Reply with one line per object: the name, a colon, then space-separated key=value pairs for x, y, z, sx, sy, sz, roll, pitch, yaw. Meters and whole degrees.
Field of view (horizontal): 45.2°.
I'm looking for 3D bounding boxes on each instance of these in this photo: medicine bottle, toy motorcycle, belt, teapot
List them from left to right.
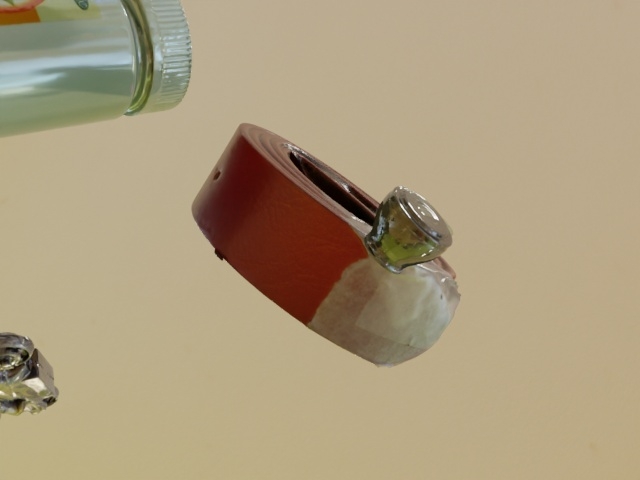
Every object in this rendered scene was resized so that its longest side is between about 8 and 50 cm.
toy motorcycle: x=-0.344 y=0.147 z=0.794 sx=0.124 sy=0.193 sz=0.061 roll=-9 pitch=-118 yaw=-12
medicine bottle: x=-0.306 y=-0.187 z=0.784 sx=0.158 sy=0.318 sz=0.158 roll=23 pitch=-59 yaw=43
belt: x=0.000 y=0.000 z=0.797 sx=0.324 sy=0.227 sz=0.115 roll=44 pitch=-73 yaw=42
teapot: x=0.074 y=-0.004 z=0.638 sx=0.057 sy=0.088 sz=0.066 roll=-44 pitch=-120 yaw=24
